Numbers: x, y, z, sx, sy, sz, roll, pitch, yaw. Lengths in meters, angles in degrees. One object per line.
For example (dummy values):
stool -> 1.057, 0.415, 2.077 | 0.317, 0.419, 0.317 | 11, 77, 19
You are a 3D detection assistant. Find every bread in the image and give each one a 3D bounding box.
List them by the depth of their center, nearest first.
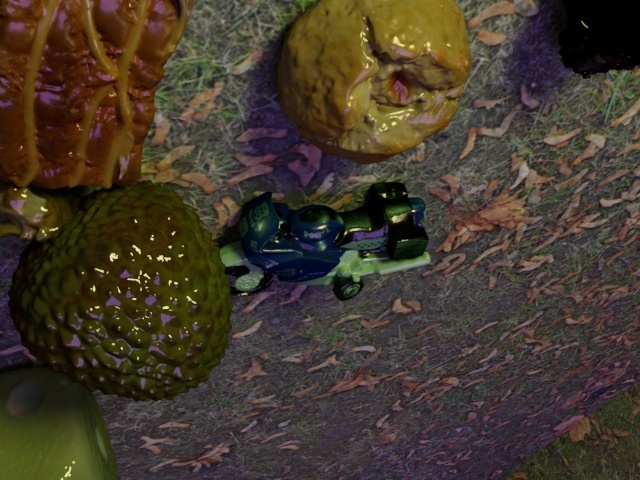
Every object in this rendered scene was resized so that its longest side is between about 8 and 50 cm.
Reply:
bread -> -0.248, -0.174, 0.706 | 0.185, 0.114, 0.274 | 1, 140, -30
bread -> 0.068, -0.187, 0.846 | 0.245, 0.134, 0.244 | -14, 141, -12

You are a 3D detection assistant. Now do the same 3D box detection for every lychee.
lychee -> -0.248, 0.052, 0.870 | 0.270, 0.319, 0.270 | -18, -171, 3

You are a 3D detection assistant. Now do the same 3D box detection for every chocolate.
chocolate -> 0.358, -0.271, 0.927 | 0.156, 0.156, 0.133 | -11, 170, -17

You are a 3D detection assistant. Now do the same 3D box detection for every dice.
dice -> -0.478, 0.371, 1.163 | 0.250, 0.254, 0.252 | -19, 143, -11

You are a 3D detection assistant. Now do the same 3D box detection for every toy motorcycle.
toy motorcycle -> 0.000, 0.000, 1.067 | 0.331, 0.125, 0.196 | -10, 144, -11
